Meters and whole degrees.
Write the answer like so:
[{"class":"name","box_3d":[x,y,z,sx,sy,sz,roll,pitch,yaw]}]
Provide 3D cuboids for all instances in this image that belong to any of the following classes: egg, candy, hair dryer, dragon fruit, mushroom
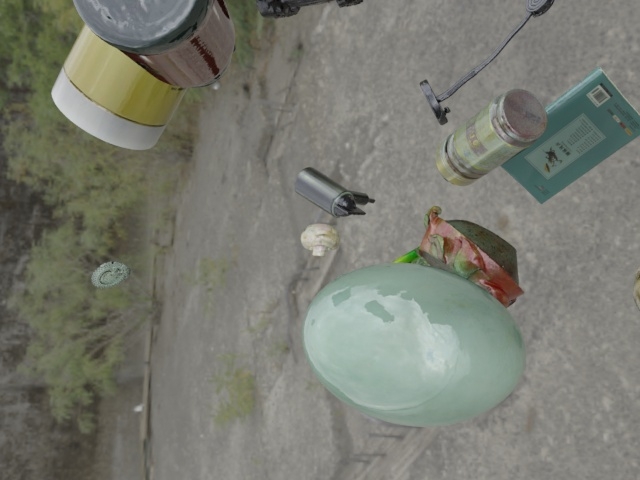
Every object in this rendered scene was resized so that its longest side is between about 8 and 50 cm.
[{"class":"egg","box_3d":[0.153,0.177,1.174,0.276,0.388,0.276,4,-90,-69]},{"class":"candy","box_3d":[0.211,0.054,1.611,0.032,0.178,0.102,55,164,22]},{"class":"hair dryer","box_3d":[0.081,-0.104,1.731,0.195,0.248,0.078,36,111,36]},{"class":"dragon fruit","box_3d":[0.317,0.046,1.433,0.130,0.268,0.295,-53,0,-3]},{"class":"mushroom","box_3d":[0.000,0.000,1.406,0.083,0.083,0.068,166,109,-70]}]

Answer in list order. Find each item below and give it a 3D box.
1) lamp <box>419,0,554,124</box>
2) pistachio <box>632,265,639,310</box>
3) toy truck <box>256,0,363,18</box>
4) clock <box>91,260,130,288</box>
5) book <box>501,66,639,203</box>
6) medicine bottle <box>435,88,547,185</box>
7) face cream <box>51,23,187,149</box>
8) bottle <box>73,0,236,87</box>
[{"class":"lamp","box_3d":[0.361,-0.427,1.519,0.371,0.108,0.130,-45,33,27]},{"class":"pistachio","box_3d":[0.772,0.091,1.335,0.288,0.166,0.197,-12,100,35]},{"class":"toy truck","box_3d":[-0.024,-0.454,1.083,0.213,0.161,0.177,-64,-35,-67]},{"class":"clock","box_3d":[-0.443,0.074,1.433,0.083,0.074,0.010,-40,51,16]},{"class":"book","box_3d":[0.710,-0.285,1.951,0.379,0.264,0.031,-38,29,28]},{"class":"medicine bottle","box_3d":[0.450,-0.270,1.817,0.322,0.151,0.151,141,133,-64]},{"class":"face cream","box_3d":[-0.369,-0.309,1.293,0.179,0.218,0.218,-53,30,23]},{"class":"bottle","box_3d":[-0.175,-0.263,0.826,0.336,0.144,0.144,-44,-40,-88]}]
